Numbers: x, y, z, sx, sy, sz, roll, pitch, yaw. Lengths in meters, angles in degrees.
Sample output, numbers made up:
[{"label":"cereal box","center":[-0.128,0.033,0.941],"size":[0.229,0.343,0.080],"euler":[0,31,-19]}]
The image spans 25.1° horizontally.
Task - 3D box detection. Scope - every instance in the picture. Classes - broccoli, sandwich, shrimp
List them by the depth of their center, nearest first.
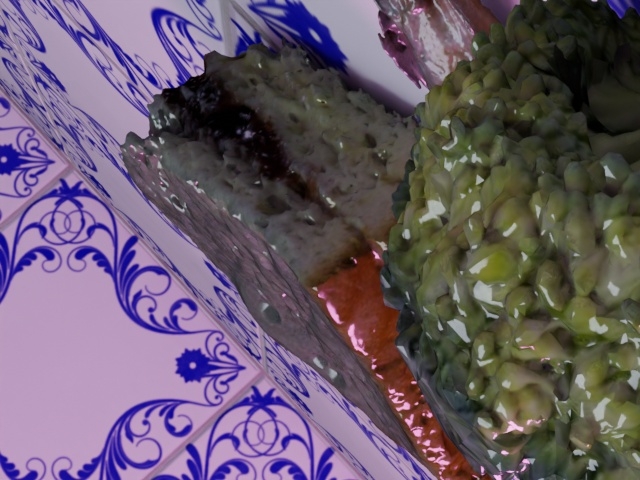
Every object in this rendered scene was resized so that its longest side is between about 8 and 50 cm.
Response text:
[{"label":"broccoli","center":[0.118,0.002,0.464],"size":[0.197,0.226,0.176],"euler":[26,153,-11]},{"label":"shrimp","center":[0.065,-0.083,0.687],"size":[0.223,0.047,0.126],"euler":[53,178,-30]},{"label":"sandwich","center":[0.001,0.000,0.980],"size":[0.325,0.131,0.262],"euler":[38,167,46]}]
